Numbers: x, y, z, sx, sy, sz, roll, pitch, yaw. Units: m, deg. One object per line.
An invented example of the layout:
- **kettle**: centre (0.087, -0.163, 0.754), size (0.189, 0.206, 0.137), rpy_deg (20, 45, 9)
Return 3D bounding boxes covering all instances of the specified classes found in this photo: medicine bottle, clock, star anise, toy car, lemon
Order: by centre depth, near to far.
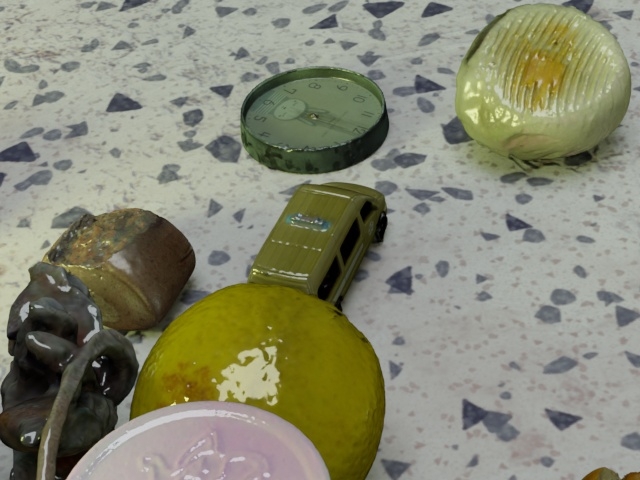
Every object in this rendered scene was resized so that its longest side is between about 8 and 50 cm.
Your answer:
- **medicine bottle**: centre (-0.078, 0.306, 0.952), size (0.212, 0.325, 0.212), rpy_deg (-4, 42, 4)
- **star anise**: centre (-0.242, 0.182, 1.165), size (0.139, 0.316, 0.360), rpy_deg (-4, 66, -5)
- **lemon**: centre (-0.060, 0.169, 1.168), size (0.267, 0.267, 0.267), rpy_deg (-3, 41, 3)
- **toy car**: centre (0.000, 0.000, 1.444), size (0.101, 0.124, 0.257), rpy_deg (12, 45, 18)
- **clock**: centre (-0.009, -0.176, 1.710), size (0.214, 0.042, 0.215), rpy_deg (-3, 41, 3)

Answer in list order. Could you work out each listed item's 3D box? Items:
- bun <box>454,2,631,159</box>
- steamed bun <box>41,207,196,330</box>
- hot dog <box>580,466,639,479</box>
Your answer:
- **bun**: centre (0.296, -0.209, 1.632), size (0.243, 0.153, 0.244), rpy_deg (2, 59, -4)
- **steamed bun**: centre (-0.245, 0.024, 1.461), size (0.175, 0.106, 0.145), rpy_deg (10, 43, 21)
- **hot dog**: centre (0.246, 0.333, 1.051), size (0.135, 0.100, 0.337), rpy_deg (15, 45, 22)
